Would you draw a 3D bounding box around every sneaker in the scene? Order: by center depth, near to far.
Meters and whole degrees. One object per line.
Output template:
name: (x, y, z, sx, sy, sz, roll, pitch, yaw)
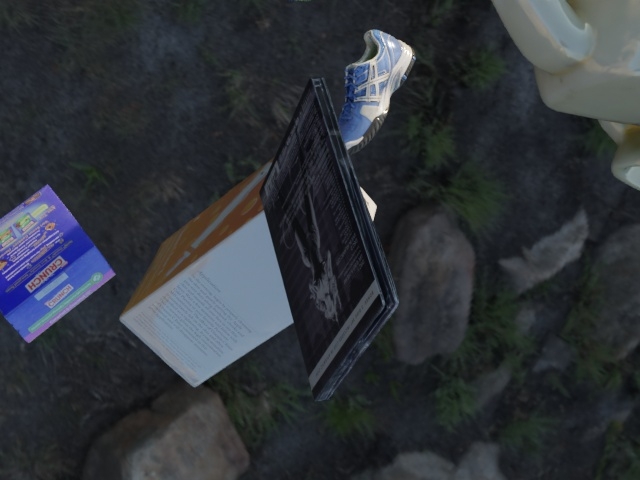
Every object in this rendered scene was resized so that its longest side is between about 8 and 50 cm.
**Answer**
sneaker: (0.062, -0.221, 1.520, 0.081, 0.080, 0.211, 33, 73, -27)

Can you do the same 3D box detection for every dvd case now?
dvd case: (0.000, 0.000, 0.849, 0.018, 0.221, 0.165, -2, 147, -23)

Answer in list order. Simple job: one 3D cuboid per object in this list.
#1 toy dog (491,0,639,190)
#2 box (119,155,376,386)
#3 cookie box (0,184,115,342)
toy dog: (0.314, -0.257, 0.768, 0.395, 0.284, 0.408, 16, 77, -6)
box: (-0.107, 0.031, 1.527, 0.345, 0.215, 0.168, -35, 109, 28)
cookie box: (-0.234, 0.017, 0.834, 0.091, 0.107, 0.040, -38, 137, -9)
